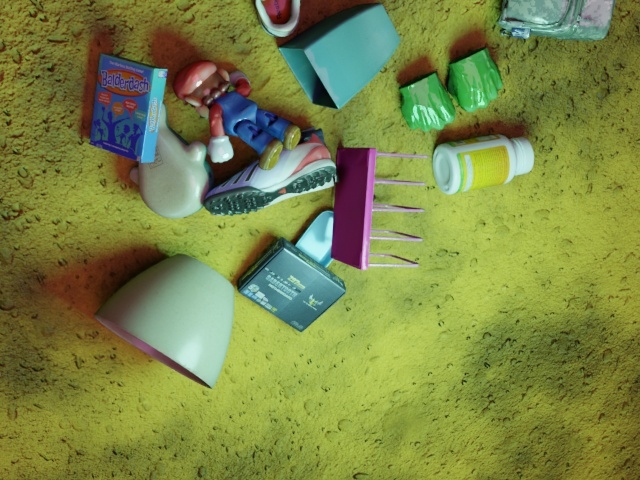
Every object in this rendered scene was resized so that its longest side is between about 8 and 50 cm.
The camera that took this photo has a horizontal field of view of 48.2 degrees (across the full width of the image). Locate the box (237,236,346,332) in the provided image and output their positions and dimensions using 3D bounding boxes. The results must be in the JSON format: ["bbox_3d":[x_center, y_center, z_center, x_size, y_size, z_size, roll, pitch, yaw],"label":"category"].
[{"bbox_3d":[-0.076,0.121,1.898,0.232,0.059,0.183,37,111,-27],"label":"box"}]

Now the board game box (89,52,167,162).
[{"bbox_3d":[-0.433,-0.297,1.604,0.047,0.160,0.210,-18,124,-61],"label":"board game box"}]

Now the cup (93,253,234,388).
[{"bbox_3d":[-0.343,0.174,1.743,0.331,0.331,0.237,40,70,-26],"label":"cup"}]

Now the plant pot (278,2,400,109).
[{"bbox_3d":[0.058,-0.453,1.704,0.234,0.165,0.165,-39,117,-10],"label":"plant pot"}]

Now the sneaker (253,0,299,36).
[{"bbox_3d":[-0.120,-0.615,1.600,0.126,0.127,0.321,-26,114,-7],"label":"sneaker"}]

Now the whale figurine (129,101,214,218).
[{"bbox_3d":[-0.351,-0.189,1.689,0.216,0.141,0.272,-21,94,23],"label":"whale figurine"}]

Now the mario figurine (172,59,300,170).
[{"bbox_3d":[-0.205,-0.285,1.649,0.320,0.198,0.170,38,113,11],"label":"mario figurine"}]

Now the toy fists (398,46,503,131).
[{"bbox_3d":[0.337,-0.382,1.855,0.279,0.096,0.142,-26,106,-6],"label":"toy fists"}]

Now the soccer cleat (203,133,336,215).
[{"bbox_3d":[-0.127,-0.151,1.675,0.318,0.117,0.109,-20,158,-5],"label":"soccer cleat"}]

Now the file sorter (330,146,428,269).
[{"bbox_3d":[0.153,-0.084,1.815,0.182,0.202,0.291,1,97,-21],"label":"file sorter"}]

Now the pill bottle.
[{"bbox_3d":[0.439,-0.210,1.926,0.245,0.136,0.136,-11,113,-14],"label":"pill bottle"}]

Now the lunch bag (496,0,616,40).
[{"bbox_3d":[0.590,-0.652,1.782,0.255,0.212,0.305,7,107,-3],"label":"lunch bag"}]

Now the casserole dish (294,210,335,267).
[{"bbox_3d":[0.000,0.000,1.916,0.114,0.037,0.188,35,97,-26],"label":"casserole dish"}]

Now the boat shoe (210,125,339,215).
[{"bbox_3d":[-0.128,-0.177,1.772,0.340,0.127,0.158,-19,108,-20],"label":"boat shoe"}]
